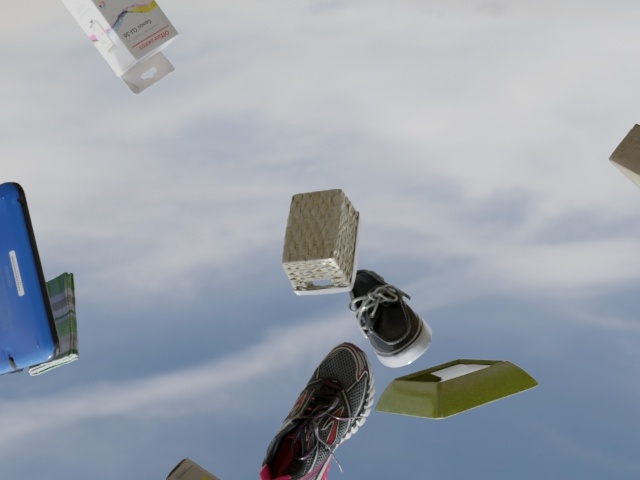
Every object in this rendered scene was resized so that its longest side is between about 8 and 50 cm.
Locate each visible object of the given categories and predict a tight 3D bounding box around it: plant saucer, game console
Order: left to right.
[{"bbox_3d":[-0.510,0.069,1.627,0.250,0.293,0.173,-17,175,29],"label":"game console"},{"bbox_3d":[0.200,0.218,1.465,0.188,0.045,0.188,-13,-179,-27],"label":"plant saucer"}]

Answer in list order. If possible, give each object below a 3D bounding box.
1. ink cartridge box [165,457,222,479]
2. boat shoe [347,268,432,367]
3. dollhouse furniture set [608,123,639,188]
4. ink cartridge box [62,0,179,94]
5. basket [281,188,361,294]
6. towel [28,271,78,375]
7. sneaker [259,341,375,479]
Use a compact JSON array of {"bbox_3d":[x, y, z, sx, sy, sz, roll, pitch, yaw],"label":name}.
[{"bbox_3d":[-0.104,0.489,1.327,0.307,0.304,0.072,31,-145,16],"label":"ink cartridge box"},{"bbox_3d":[0.116,0.130,1.787,0.113,0.105,0.306,-36,-160,7],"label":"boat shoe"},{"bbox_3d":[0.668,-0.190,1.439,0.256,0.394,0.362,33,-173,-35],"label":"dollhouse furniture set"},{"bbox_3d":[-0.315,-0.351,1.585,0.067,0.198,0.115,-25,-164,46],"label":"ink cartridge box"},{"bbox_3d":[0.000,0.000,1.719,0.113,0.103,0.167,-6,-126,21],"label":"basket"},{"bbox_3d":[-0.452,0.138,1.610,0.113,0.152,0.023,-22,156,28],"label":"towel"},{"bbox_3d":[-0.002,0.307,1.626,0.120,0.112,0.299,15,-112,26],"label":"sneaker"}]
